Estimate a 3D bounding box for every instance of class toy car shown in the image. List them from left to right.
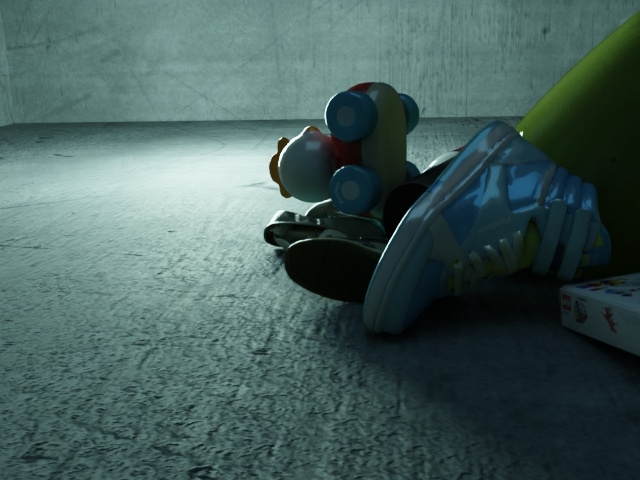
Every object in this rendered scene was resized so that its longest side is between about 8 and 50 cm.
[{"bbox_3d":[0.013,-0.140,1.220,0.238,0.210,0.219,1,9,26],"label":"toy car"}]

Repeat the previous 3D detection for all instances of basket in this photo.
[{"bbox_3d":[0.212,-0.053,1.171,0.204,0.154,0.227,8,21,43],"label":"basket"}]

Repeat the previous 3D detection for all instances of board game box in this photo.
[{"bbox_3d":[0.398,0.076,0.747,0.193,0.053,0.305,-8,7,-12],"label":"board game box"}]

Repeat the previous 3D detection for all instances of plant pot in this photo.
[{"bbox_3d":[0.399,-0.144,1.003,0.275,0.293,0.274,12,42,-11],"label":"plant pot"}]

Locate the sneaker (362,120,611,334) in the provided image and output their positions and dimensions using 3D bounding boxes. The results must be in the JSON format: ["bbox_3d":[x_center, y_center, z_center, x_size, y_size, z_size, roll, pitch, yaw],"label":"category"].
[{"bbox_3d":[0.205,0.015,0.878,0.208,0.127,0.319,32,69,19],"label":"sneaker"}]

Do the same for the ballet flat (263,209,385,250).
[{"bbox_3d":[0.000,0.000,1.176,0.213,0.072,0.068,10,46,38],"label":"ballet flat"}]

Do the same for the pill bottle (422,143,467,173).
[{"bbox_3d":[0.263,-0.110,1.416,0.121,0.121,0.221,6,17,27],"label":"pill bottle"}]

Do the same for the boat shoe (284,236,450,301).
[{"bbox_3d":[0.067,0.036,0.994,0.224,0.080,0.073,5,10,4],"label":"boat shoe"}]

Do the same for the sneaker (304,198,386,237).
[{"bbox_3d":[0.048,-0.031,1.269,0.167,0.065,0.076,2,19,18],"label":"sneaker"}]
